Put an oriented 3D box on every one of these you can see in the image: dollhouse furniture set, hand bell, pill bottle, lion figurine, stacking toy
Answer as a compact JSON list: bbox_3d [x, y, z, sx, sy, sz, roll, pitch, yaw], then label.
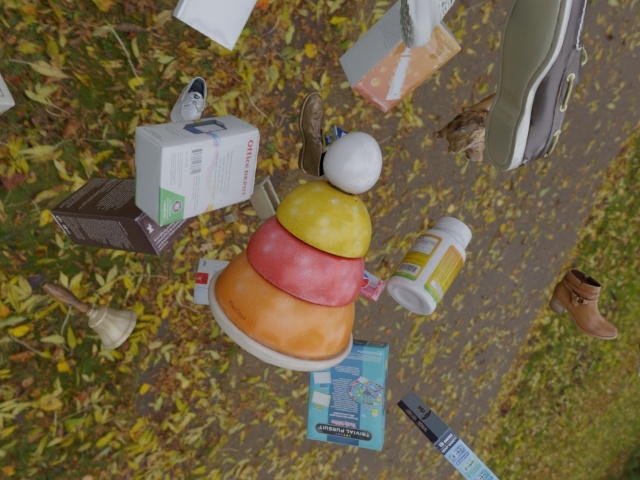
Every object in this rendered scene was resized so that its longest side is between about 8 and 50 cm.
[{"bbox_3d":[-0.193,-0.074,1.419,0.161,0.101,0.182,-17,111,19],"label":"dollhouse furniture set"},{"bbox_3d":[-0.618,0.176,1.277,0.126,0.126,0.242,-48,130,-9],"label":"hand bell"},{"bbox_3d":[0.289,0.058,1.259,0.246,0.136,0.136,-51,138,-23],"label":"pill bottle"},{"bbox_3d":[0.521,-0.395,1.562,0.142,0.240,0.392,46,69,-8],"label":"lion figurine"},{"bbox_3d":[0.000,0.000,1.030,0.350,0.350,0.480,6,120,-44],"label":"stacking toy"}]

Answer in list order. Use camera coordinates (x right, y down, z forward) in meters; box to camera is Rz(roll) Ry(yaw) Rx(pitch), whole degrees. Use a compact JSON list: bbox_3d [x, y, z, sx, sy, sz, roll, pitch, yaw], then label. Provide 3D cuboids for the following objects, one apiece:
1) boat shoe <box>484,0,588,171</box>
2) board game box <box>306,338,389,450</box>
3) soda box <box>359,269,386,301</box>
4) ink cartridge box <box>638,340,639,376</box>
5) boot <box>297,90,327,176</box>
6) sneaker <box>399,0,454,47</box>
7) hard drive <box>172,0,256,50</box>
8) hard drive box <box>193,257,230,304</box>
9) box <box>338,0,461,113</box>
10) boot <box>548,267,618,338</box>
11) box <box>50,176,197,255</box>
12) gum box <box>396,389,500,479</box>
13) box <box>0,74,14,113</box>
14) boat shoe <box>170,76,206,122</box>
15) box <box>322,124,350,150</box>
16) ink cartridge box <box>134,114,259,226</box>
[{"bbox_3d":[0.335,-0.253,0.733,0.096,0.116,0.324,-13,133,-11],"label":"boat shoe"},{"bbox_3d":[0.090,0.502,1.626,0.079,0.253,0.336,-2,96,-74],"label":"board game box"},{"bbox_3d":[0.102,0.128,1.791,0.263,0.092,0.083,32,76,-11],"label":"soda box"},{"bbox_3d":[0.631,0.194,0.887,0.181,0.061,0.104,-24,128,-55],"label":"ink cartridge box"},{"bbox_3d":[-0.009,-0.372,1.735,0.112,0.115,0.305,-20,128,-32],"label":"boot"},{"bbox_3d":[0.184,-0.411,0.821,0.090,0.094,0.235,94,4,-58],"label":"sneaker"},{"bbox_3d":[-0.263,-0.728,1.379,0.203,0.040,0.307,14,112,-51],"label":"hard drive"},{"bbox_3d":[-0.378,0.172,1.943,0.232,0.181,0.089,6,126,-11],"label":"hard drive box"},{"bbox_3d":[0.273,-0.655,1.710,0.345,0.168,0.215,-37,143,29],"label":"box"},{"bbox_3d":[0.743,0.175,1.341,0.073,0.197,0.152,-38,148,-37],"label":"boot"},{"bbox_3d":[-0.574,-0.080,1.426,0.191,0.381,0.143,-56,138,-40],"label":"box"},{"bbox_3d":[0.231,0.361,0.846,0.041,0.157,0.184,-45,102,-5],"label":"gum box"},{"bbox_3d":[-0.473,-0.224,0.510,0.232,0.127,0.148,66,18,-6],"label":"box"},{"bbox_3d":[-0.295,-0.316,1.123,0.066,0.184,0.063,29,128,-21],"label":"boat shoe"},{"bbox_3d":[0.085,-0.276,1.443,0.169,0.059,0.054,18,146,-40],"label":"box"},{"bbox_3d":[-0.225,-0.136,0.900,0.212,0.093,0.154,-22,136,-43],"label":"ink cartridge box"}]
